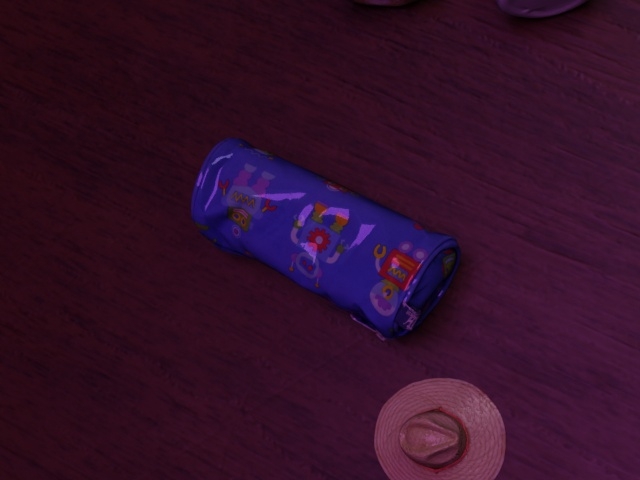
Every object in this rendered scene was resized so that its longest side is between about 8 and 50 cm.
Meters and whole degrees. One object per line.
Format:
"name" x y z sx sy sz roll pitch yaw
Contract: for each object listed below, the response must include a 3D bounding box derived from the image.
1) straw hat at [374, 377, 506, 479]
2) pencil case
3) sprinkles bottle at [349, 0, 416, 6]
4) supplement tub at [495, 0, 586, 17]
"straw hat" 0.117 0.208 1.247 0.144 0.061 0.144 -4 76 19
"pencil case" 0.000 0.000 1.303 0.306 0.119 0.133 27 99 22
"sprinkles bottle" 0.077 -0.454 1.373 0.121 0.121 0.355 0 78 19
"supplement tub" 0.232 -0.349 1.299 0.117 0.117 0.190 -13 75 16
